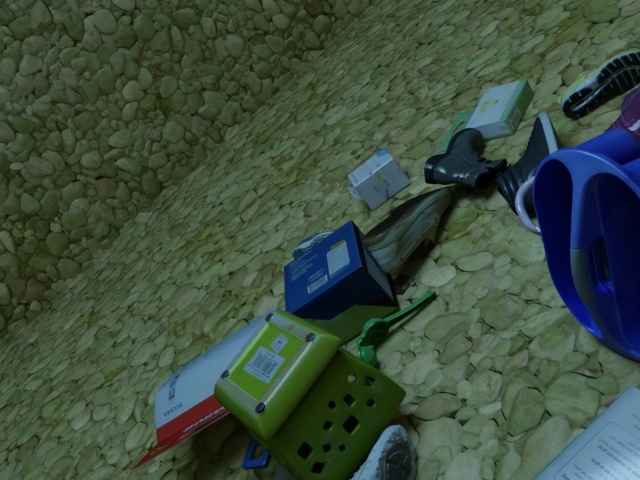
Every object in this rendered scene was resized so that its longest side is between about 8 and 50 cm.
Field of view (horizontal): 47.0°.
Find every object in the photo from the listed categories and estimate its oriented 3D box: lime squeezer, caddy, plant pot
[{"bbox_3d":[0.118,0.215,1.430,0.109,0.059,0.310,17,53,22],"label":"lime squeezer"},{"bbox_3d":[0.423,0.010,1.033,0.179,0.341,0.241,-29,27,-16],"label":"caddy"},{"bbox_3d":[-0.034,0.258,1.246,0.227,0.207,0.228,-51,32,-14],"label":"plant pot"}]

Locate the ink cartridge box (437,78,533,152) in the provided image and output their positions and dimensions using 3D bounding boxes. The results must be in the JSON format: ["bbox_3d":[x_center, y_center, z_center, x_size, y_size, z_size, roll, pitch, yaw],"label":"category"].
[{"bbox_3d":[0.412,-0.319,1.893,0.235,0.056,0.171,-7,41,45],"label":"ink cartridge box"}]

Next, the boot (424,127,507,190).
[{"bbox_3d":[0.364,-0.182,1.717,0.161,0.084,0.246,13,38,34],"label":"boot"}]

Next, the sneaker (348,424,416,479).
[{"bbox_3d":[0.068,0.389,1.152,0.115,0.090,0.232,-16,33,46],"label":"sneaker"}]

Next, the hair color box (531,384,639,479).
[{"bbox_3d":[0.320,0.351,0.854,0.347,0.105,0.174,-41,25,-5],"label":"hair color box"}]

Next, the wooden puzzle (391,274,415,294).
[{"bbox_3d":[0.172,0.095,1.585,0.049,0.006,0.083,-50,27,-23],"label":"wooden puzzle"}]

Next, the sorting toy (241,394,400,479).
[{"bbox_3d":[0.003,0.374,1.310,0.347,0.047,0.196,-28,33,26],"label":"sorting toy"}]

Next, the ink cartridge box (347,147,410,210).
[{"bbox_3d":[0.145,-0.156,1.934,0.143,0.090,0.092,-36,25,8],"label":"ink cartridge box"}]

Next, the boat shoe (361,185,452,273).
[{"bbox_3d":[0.209,-0.029,1.640,0.109,0.098,0.302,-19,13,46],"label":"boat shoe"}]

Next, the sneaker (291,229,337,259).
[{"bbox_3d":[0.000,0.000,1.909,0.166,0.065,0.076,-20,27,32],"label":"sneaker"}]

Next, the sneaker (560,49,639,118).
[{"bbox_3d":[0.625,-0.362,1.648,0.208,0.081,0.094,-31,24,18],"label":"sneaker"}]

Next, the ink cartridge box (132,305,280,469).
[{"bbox_3d":[-0.227,0.296,1.543,0.308,0.091,0.385,-32,3,12],"label":"ink cartridge box"}]

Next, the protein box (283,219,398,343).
[{"bbox_3d":[0.038,0.099,1.597,0.199,0.136,0.201,-35,26,15],"label":"protein box"}]

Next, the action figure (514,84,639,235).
[{"bbox_3d":[0.512,-0.167,1.239,0.370,0.275,0.248,-57,35,28],"label":"action figure"}]

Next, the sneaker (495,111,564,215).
[{"bbox_3d":[0.435,-0.164,1.543,0.146,0.105,0.296,-24,31,26],"label":"sneaker"}]
